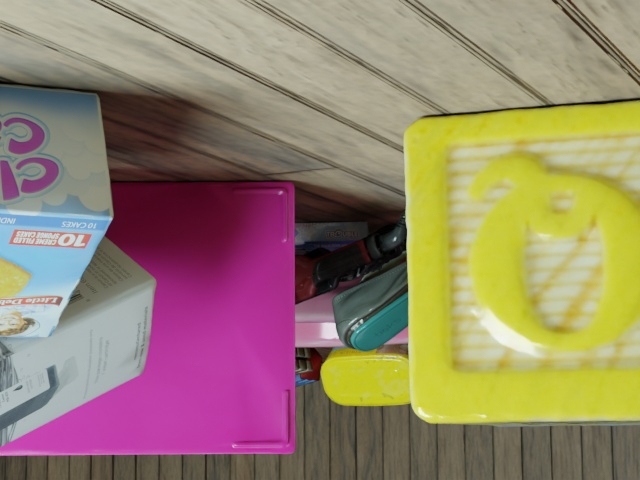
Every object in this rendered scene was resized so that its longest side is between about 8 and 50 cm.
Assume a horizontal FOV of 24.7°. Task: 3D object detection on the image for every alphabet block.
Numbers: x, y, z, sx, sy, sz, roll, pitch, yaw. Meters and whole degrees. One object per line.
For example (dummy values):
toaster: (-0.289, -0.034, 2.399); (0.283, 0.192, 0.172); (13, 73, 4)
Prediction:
alphabet block: (0.170, 0.024, 0.938); (0.193, 0.192, 0.197); (-5, 172, 18)

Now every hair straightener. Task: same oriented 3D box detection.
hair straightener: (0.024, 0.010, 1.266); (0.089, 0.047, 0.230); (-17, 170, -43)

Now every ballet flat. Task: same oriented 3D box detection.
ballet flat: (0.101, 0.023, 1.303); (0.213, 0.068, 0.072); (-31, 139, 15)

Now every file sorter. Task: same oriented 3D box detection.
file sorter: (-0.165, 0.067, 1.166); (0.291, 0.202, 0.182); (0, 173, 0)

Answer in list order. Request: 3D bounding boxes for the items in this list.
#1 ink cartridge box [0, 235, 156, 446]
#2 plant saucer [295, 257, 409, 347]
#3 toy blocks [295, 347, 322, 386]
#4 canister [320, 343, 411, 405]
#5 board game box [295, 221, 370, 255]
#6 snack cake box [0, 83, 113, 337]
ink cartridge box: (-0.241, 0.057, 0.953); (0.218, 0.092, 0.158); (-25, -130, -39)
plant saucer: (-0.018, 0.059, 1.517); (0.332, 0.084, 0.332); (0, 172, 0)
toy blocks: (-0.133, 0.140, 1.850); (0.261, 0.190, 0.381); (-17, 164, 27)
canister: (0.081, 0.124, 1.721); (0.126, 0.073, 0.170); (-4, -156, 21)
board game box: (0.000, 0.000, 1.327); (0.090, 0.020, 0.090); (-1, 170, 5)
snack cake box: (-0.264, -0.018, 0.809); (0.264, 0.089, 0.152); (3, 148, -24)
